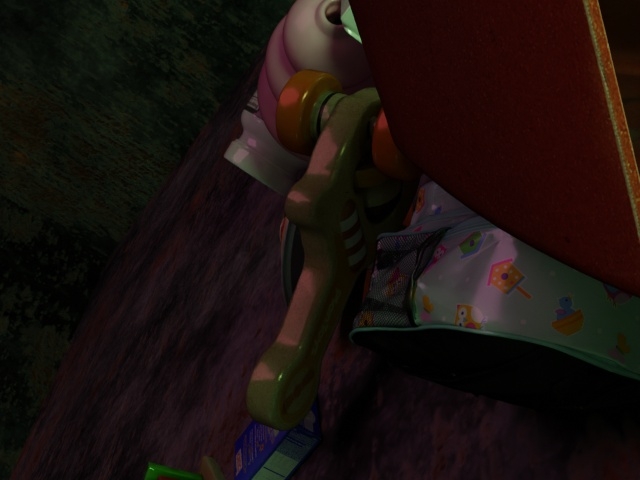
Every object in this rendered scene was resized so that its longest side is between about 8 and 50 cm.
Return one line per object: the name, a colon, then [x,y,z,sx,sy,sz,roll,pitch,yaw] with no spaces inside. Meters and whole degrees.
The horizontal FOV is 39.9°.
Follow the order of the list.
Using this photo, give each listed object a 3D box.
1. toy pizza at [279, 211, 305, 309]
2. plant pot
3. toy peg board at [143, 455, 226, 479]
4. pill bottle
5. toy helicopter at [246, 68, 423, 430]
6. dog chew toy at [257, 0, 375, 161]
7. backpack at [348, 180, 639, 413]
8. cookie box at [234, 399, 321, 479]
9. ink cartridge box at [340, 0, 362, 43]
toy pizza: [0.000,0.000,0.991,0.032,0.201,0.201,11,61,26]
plant pot: [0.145,-0.153,0.457,0.267,0.267,0.236,-26,17,-23]
toy peg board: [-0.160,0.323,0.935,0.161,0.079,0.161,-162,89,-73]
pill bottle: [-0.036,-0.223,1.505,0.278,0.162,0.162,-57,17,2]
toy helicopter: [0.021,0.021,0.885,0.140,0.235,0.355,17,80,29]
dog chew toy: [0.016,-0.228,1.181,0.206,0.207,0.332,-61,-4,-12]
backpack: [0.132,0.034,0.552,0.188,0.166,0.144,1,70,68]
cookie box: [-0.048,0.215,0.946,0.107,0.040,0.092,-52,19,17]
ink cartridge box: [0.182,-0.301,0.946,0.283,0.207,0.117,-47,20,29]
